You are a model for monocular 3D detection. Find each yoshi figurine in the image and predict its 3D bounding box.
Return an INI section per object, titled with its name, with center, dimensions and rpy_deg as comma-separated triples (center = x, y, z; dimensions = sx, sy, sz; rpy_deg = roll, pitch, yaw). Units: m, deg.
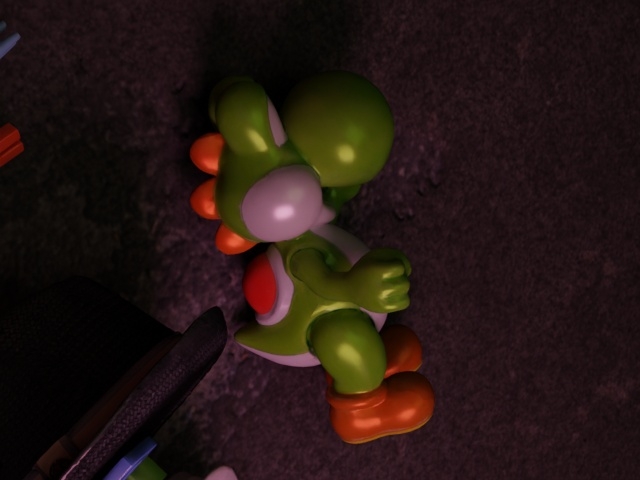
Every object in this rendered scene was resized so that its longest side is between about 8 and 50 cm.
[yoshi figurine]
center = 0.026, -0.008, 1.570
dimensions = 0.203, 0.203, 0.362
rpy_deg = -44, 120, -40

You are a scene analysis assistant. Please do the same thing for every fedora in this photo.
[fedora]
center = -0.233, 0.146, 1.399
dimensions = 0.152, 0.334, 0.334
rpy_deg = 43, 70, 4

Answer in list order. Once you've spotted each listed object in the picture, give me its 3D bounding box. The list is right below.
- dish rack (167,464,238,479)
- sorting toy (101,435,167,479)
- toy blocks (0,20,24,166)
[dish rack]
center = -0.162, 0.380, 1.485
dimensions = 0.333, 0.072, 0.285
rpy_deg = -60, 154, -32
[sorting toy]
center = -0.243, 0.305, 1.399
dimensions = 0.047, 0.196, 0.347
rpy_deg = 43, 91, 4
[toy blocks]
center = -0.292, -0.100, 1.391
dimensions = 0.148, 0.054, 0.123
rpy_deg = -43, 120, -22
